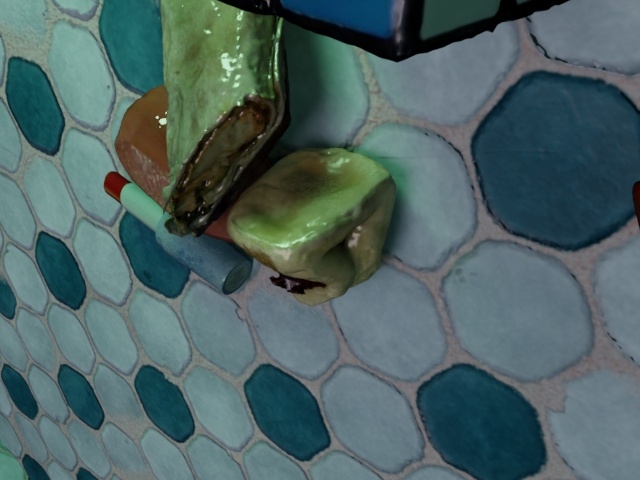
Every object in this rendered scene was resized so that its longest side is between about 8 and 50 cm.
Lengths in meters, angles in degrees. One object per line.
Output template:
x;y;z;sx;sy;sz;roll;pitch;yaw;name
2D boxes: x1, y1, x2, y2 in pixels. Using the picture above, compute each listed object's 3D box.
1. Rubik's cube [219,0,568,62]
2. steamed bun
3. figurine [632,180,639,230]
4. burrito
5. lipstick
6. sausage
0.040;-0.307;0.441;0.284;0.294;0.288;26;127;31;Rubik's cube
0.000;0.000;0.772;0.141;0.172;0.155;30;150;40;steamed bun
0.312;0.007;0.470;0.173;0.173;0.173;22;126;33;figurine
-0.099;-0.180;0.710;0.175;0.107;0.347;-4;82;54;burrito
-0.218;-0.020;1.013;0.274;0.061;0.068;34;135;23;lipstick
-0.147;-0.095;0.855;0.254;0.148;0.148;40;135;22;sausage
